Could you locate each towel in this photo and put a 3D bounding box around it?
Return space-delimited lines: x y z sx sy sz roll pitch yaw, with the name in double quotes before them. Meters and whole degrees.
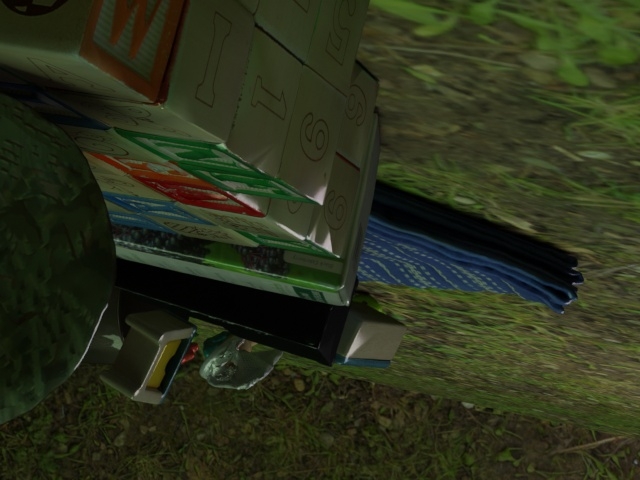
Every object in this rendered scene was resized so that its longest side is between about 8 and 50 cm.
"towel" 0.000 0.000 1.066 0.243 0.040 0.336 20 170 -33

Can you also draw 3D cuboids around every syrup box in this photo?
"syrup box" -0.092 -0.038 0.762 0.237 0.096 0.093 11 172 4

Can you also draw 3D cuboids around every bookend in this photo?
"bookend" -0.059 0.029 1.032 0.156 0.072 0.157 16 172 7

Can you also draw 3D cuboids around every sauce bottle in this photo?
"sauce bottle" -0.165 0.015 0.560 0.111 0.111 0.344 16 171 -18

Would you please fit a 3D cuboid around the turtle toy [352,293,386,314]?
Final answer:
"turtle toy" 0.018 0.087 1.512 0.095 0.066 0.130 19 169 -36

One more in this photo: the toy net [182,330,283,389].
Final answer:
"toy net" -0.104 0.096 1.430 0.122 0.045 0.232 -20 -165 -3

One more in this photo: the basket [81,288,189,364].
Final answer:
"basket" -0.257 0.053 1.458 0.227 0.154 0.204 5 173 27

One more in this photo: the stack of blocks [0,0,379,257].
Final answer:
"stack of blocks" -0.074 -0.069 0.548 0.171 0.087 0.297 10 171 24

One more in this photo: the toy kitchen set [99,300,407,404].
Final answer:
"toy kitchen set" -0.061 0.102 1.292 0.207 0.166 0.122 27 -175 23
